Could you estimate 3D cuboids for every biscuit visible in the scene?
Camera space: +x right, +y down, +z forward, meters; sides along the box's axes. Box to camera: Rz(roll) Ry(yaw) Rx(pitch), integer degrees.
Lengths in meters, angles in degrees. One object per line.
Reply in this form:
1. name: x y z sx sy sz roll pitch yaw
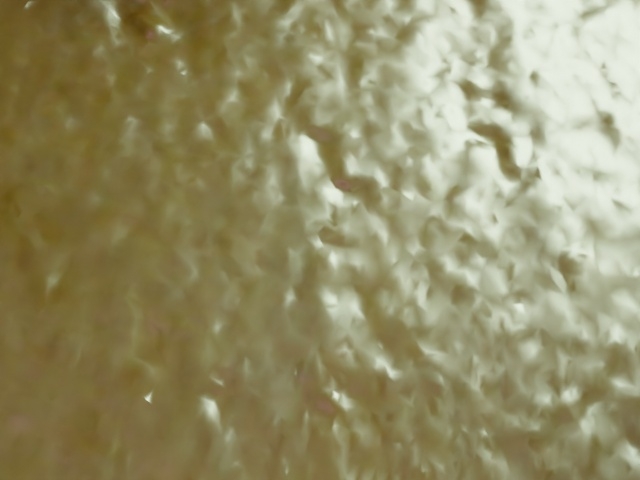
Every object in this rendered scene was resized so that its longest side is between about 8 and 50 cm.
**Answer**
1. biscuit: 0.000 0.000 0.443 0.232 0.013 0.237 14 52 -4
